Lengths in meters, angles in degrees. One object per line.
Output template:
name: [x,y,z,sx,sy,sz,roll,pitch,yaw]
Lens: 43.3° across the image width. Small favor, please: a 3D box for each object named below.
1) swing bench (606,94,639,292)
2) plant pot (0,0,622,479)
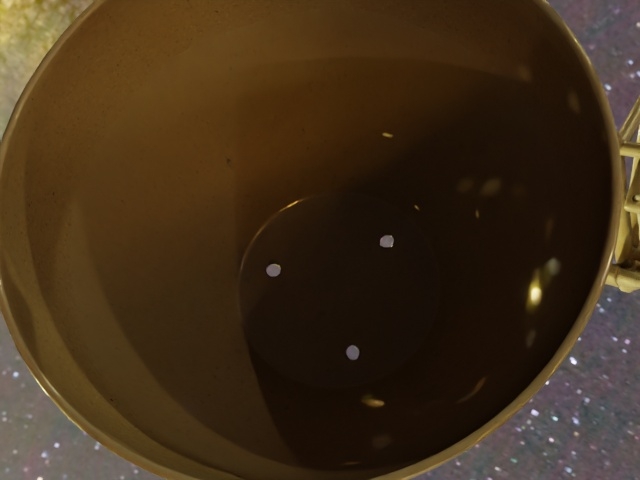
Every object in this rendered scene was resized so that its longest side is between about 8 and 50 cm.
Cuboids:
swing bench: [0.400,-0.018,0.730,0.253,0.254,0.165,16,-130,31]
plant pot: [0.000,0.000,0.444,0.284,0.191,0.283,-3,-111,8]
